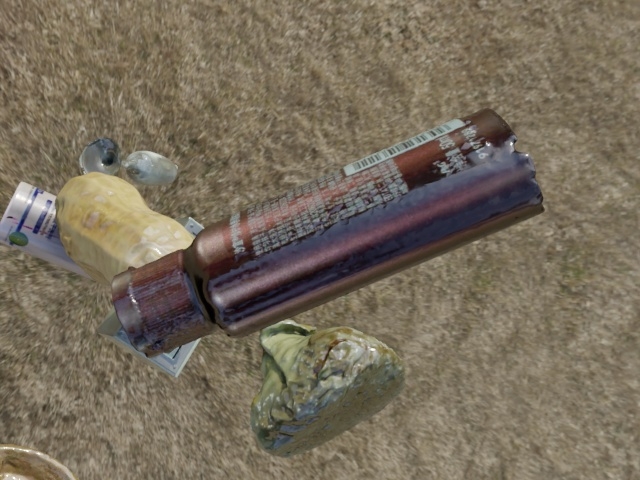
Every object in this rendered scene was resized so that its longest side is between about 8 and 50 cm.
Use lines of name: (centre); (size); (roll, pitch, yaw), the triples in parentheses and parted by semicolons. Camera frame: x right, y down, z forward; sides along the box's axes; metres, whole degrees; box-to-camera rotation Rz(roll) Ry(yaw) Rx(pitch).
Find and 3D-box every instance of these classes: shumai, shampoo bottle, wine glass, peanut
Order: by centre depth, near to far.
shampoo bottle: (0.000, 0.000, 0.580); (0.323, 0.129, 0.084); (-24, 120, 2)
shumai: (-0.001, 0.139, 0.827); (0.184, 0.184, 0.142); (-27, 60, -15)
peanut: (-0.235, 0.012, 0.929); (0.130, 0.290, 0.130); (-30, 137, -33)
shampoo bottle: (-0.306, 0.020, 1.079); (0.303, 0.092, 0.092); (26, 81, -19)
wine glass: (-0.319, -0.129, 1.291); (0.074, 0.262, 0.074); (0, 91, 11)

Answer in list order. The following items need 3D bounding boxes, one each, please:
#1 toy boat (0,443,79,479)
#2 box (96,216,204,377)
toy boat: (-0.323, 0.261, 0.713); (0.188, 0.061, 0.116); (8, 42, -21)
box: (-0.238, 0.090, 1.213); (0.129, 0.086, 0.225); (40, 68, -27)
